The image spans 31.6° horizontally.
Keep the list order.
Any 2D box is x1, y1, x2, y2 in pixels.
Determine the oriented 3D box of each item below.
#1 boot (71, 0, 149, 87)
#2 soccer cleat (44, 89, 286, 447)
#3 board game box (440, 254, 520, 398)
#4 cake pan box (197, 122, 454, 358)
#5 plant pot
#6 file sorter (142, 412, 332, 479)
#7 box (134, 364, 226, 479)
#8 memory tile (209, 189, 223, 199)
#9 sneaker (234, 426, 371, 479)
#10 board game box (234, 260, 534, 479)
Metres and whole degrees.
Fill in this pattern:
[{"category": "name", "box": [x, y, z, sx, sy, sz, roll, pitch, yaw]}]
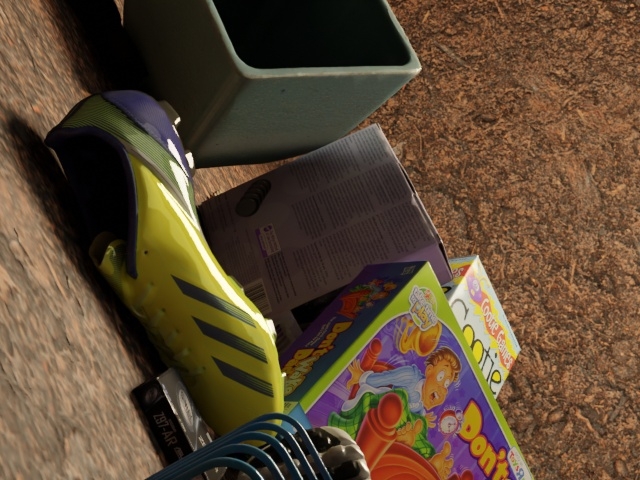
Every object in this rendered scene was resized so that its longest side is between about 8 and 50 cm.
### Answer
[{"category": "boot", "box": [-0.227, -0.224, 1.207, 0.121, 0.045, 0.099, 68, -4, -73]}, {"category": "soccer cleat", "box": [-0.117, 0.032, 0.824, 0.121, 0.093, 0.289, -34, 104, -56]}, {"category": "board game box", "box": [0.090, 0.156, 1.227, 0.275, 0.142, 0.144, -53, 123, -45]}, {"category": "cake pan box", "box": [0.000, 0.000, 1.294, 0.070, 0.246, 0.267, 61, 4, -39]}, {"category": "plant pot", "box": [-0.090, -0.211, 1.289, 0.252, 0.248, 0.247, -46, -120, 45]}, {"category": "file sorter", "box": [-0.047, 0.152, 0.516, 0.104, 0.118, 0.170, 60, 3, 4]}, {"category": "box", "box": [-0.094, 0.130, 0.770, 0.083, 0.018, 0.067, 64, 4, 2]}, {"category": "memory tile", "box": [-0.113, -0.001, 1.559, 0.148, 0.012, 0.113, 63, 3, -7]}, {"category": "sneaker", "box": [0.000, 0.246, 0.749, 0.292, 0.110, 0.118, -97, 170, -55]}, {"category": "board game box", "box": [0.079, 0.225, 1.026, 0.078, 0.233, 0.347, -5, -60, 45]}]
